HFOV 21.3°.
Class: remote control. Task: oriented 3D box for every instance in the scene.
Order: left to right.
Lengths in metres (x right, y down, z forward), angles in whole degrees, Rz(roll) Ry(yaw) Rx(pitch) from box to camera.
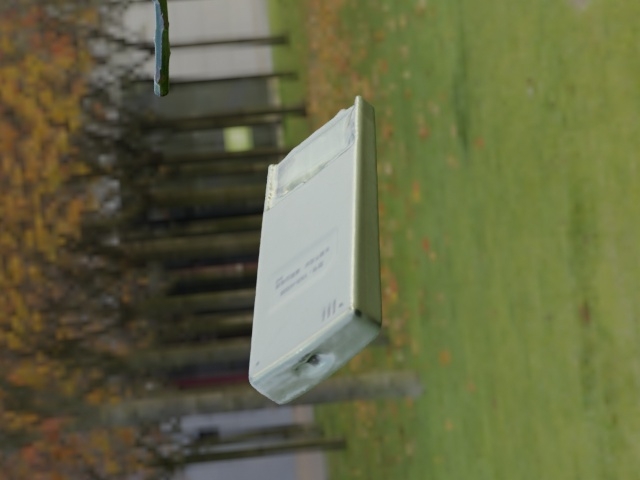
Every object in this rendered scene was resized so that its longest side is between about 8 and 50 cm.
[{"bbox_3d":[0.000,0.000,1.377,0.038,0.123,0.285,37,-149,-26],"label":"remote control"}]

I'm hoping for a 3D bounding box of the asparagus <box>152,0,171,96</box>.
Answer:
[{"bbox_3d":[-0.122,-0.178,1.268,0.016,0.016,0.162,-68,-18,-50],"label":"asparagus"}]
